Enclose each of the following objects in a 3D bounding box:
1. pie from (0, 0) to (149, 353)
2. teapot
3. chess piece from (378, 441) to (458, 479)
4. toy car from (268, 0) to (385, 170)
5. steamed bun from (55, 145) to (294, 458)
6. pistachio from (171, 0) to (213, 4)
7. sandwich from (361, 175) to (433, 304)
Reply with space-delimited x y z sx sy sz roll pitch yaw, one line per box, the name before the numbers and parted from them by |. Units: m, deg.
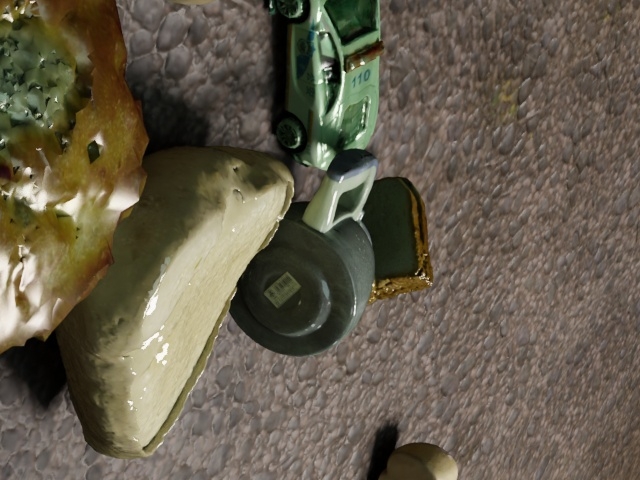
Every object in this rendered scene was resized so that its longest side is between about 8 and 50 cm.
pie | -0.219 -0.071 0.651 0.355 0.103 0.288 16 79 -52
teapot | -0.010 0.002 1.061 0.108 0.111 0.149 -44 132 -59
chess piece | 0.076 0.381 1.390 0.117 0.117 0.397 -19 122 -48
toy car | 0.011 -0.137 1.039 0.093 0.058 0.186 -31 134 -41
steamed bun | -0.114 0.013 0.902 0.231 0.110 0.212 -62 169 -13
pistachio | -0.045 -0.227 0.869 0.126 0.108 0.185 22 99 -33
sandwich | 0.044 -0.001 1.155 0.036 0.093 0.104 43 41 -54
